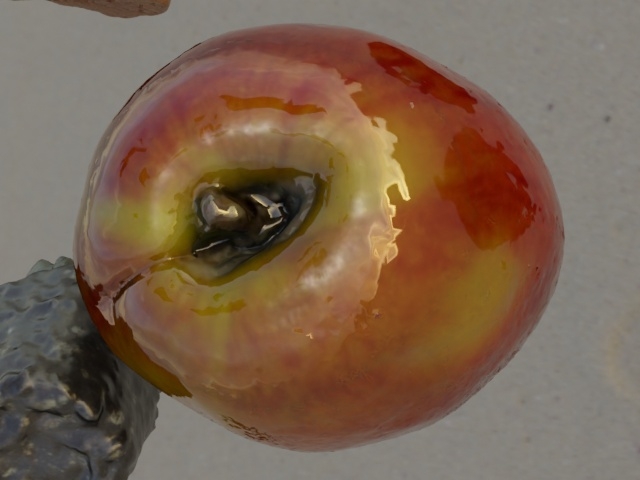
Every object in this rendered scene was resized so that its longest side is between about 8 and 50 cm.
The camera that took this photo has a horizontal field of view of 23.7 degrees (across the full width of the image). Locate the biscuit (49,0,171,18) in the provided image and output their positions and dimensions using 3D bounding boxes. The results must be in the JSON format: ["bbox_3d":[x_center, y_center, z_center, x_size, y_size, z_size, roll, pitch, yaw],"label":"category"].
[{"bbox_3d":[-0.313,-0.307,1.636,0.202,0.334,0.047,134,141,-72],"label":"biscuit"}]

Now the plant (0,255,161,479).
[{"bbox_3d":[-0.169,0.084,0.967,0.132,0.129,0.194,-14,25,7],"label":"plant"}]

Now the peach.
[{"bbox_3d":[0.000,0.000,0.866,0.281,0.281,0.238,-26,76,40],"label":"peach"}]
